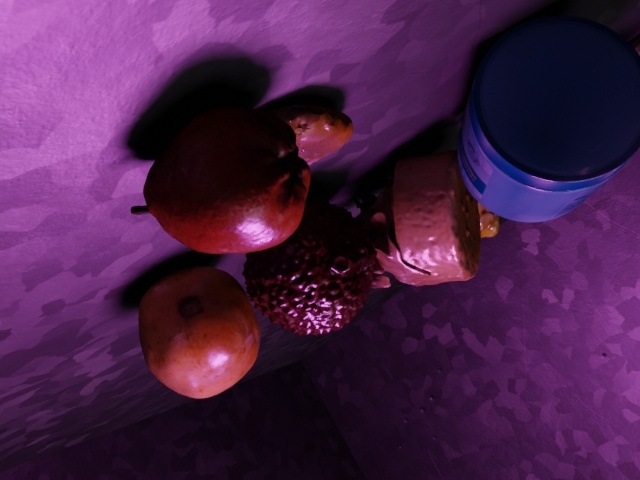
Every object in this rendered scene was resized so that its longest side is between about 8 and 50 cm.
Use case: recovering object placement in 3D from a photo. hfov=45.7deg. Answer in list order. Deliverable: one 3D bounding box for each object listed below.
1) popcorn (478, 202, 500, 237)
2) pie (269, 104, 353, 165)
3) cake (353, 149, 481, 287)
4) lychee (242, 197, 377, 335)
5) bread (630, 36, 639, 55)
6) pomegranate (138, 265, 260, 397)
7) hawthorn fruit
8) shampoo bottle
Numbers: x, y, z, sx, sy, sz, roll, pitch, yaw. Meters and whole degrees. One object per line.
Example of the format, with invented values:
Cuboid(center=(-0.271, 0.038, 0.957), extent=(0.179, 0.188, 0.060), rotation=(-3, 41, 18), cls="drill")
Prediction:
Cuboid(center=(0.405, -0.086, 2.173), extent=(0.258, 0.224, 0.270), rotation=(-18, 177, -43), cls="popcorn")
Cuboid(center=(-0.061, -0.152, 1.305), extent=(0.273, 0.069, 0.273), rotation=(-24, 167, -6), cls="pie")
Cuboid(center=(0.204, -0.044, 1.827), extent=(0.321, 0.332, 0.332), rotation=(-8, 175, 22), cls="cake")
Cuboid(center=(-0.027, 0.056, 1.654), extent=(0.306, 0.306, 0.330), rotation=(-20, -173, -37), cls="lychee")
Cuboid(center=(0.910, -0.433, 1.972), extent=(0.239, 0.264, 0.395), rotation=(-22, 170, 20), cls="bread")
Cuboid(center=(-0.266, 0.198, 1.666), extent=(0.307, 0.307, 0.307), rotation=(-28, 166, -7), cls="pomegranate")
Cuboid(center=(-0.151, -0.081, 1.106), extent=(0.261, 0.224, 0.224), rotation=(-17, 170, 16), cls="hawthorn fruit")
Cuboid(center=(0.456, -0.228, 1.551), extent=(0.331, 0.331, 0.343), rotation=(-30, 168, -2), cls="shampoo bottle")
